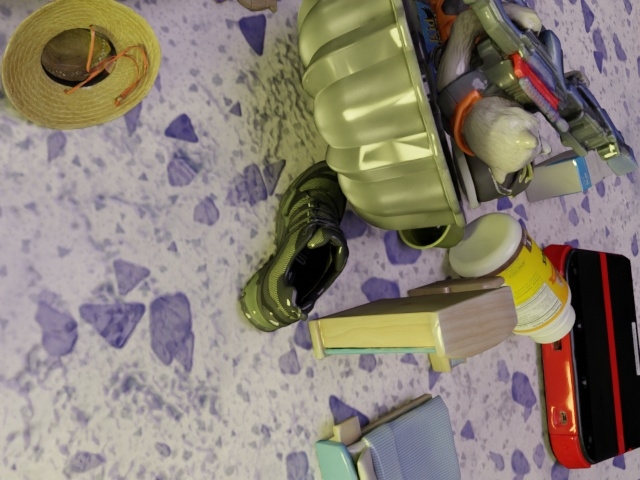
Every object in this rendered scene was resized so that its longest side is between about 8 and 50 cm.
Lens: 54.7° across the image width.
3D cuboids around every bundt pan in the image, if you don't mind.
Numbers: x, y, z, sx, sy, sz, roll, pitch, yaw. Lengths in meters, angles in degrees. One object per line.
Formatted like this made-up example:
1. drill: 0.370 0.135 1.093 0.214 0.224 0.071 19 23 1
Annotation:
1. bundt pan: 0.067 -0.159 0.713 0.331 0.124 0.331 -15 90 -76

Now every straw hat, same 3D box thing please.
1. straw hat: -0.226 -0.173 0.567 0.144 0.144 0.061 -14 53 -41

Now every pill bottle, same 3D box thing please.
1. pill bottle: 0.299 0.064 0.943 0.215 0.117 0.117 44 57 -27

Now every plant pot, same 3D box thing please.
1. plant pot: 0.165 -0.020 0.876 0.079 0.083 0.083 20 69 -49

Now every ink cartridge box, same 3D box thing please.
1. ink cartridge box: 0.459 -0.128 1.123 0.180 0.104 0.060 -23 97 -40

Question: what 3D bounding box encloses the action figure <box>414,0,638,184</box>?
1. action figure: 0.227 -0.182 0.763 0.341 0.178 0.330 39 36 -25

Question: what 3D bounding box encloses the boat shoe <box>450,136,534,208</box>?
1. boat shoe: 0.247 -0.108 0.867 0.305 0.091 0.109 -16 93 -68

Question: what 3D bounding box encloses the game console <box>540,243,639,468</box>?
1. game console: 0.511 0.205 1.150 0.342 0.060 0.386 7 78 -45

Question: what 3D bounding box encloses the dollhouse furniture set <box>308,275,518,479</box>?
1. dollhouse furniture set: 0.162 0.213 0.746 0.286 0.198 0.303 -11 90 -41

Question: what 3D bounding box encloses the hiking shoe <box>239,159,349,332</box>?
1. hiking shoe: 0.000 0.000 0.699 0.086 0.114 0.227 37 60 -31

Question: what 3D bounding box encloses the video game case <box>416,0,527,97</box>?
1. video game case: 0.247 -0.374 0.987 0.244 0.061 0.269 -33 114 -39

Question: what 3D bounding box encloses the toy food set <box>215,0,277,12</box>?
1. toy food set: -0.102 -0.316 0.731 0.122 0.019 0.078 -9 88 -41
